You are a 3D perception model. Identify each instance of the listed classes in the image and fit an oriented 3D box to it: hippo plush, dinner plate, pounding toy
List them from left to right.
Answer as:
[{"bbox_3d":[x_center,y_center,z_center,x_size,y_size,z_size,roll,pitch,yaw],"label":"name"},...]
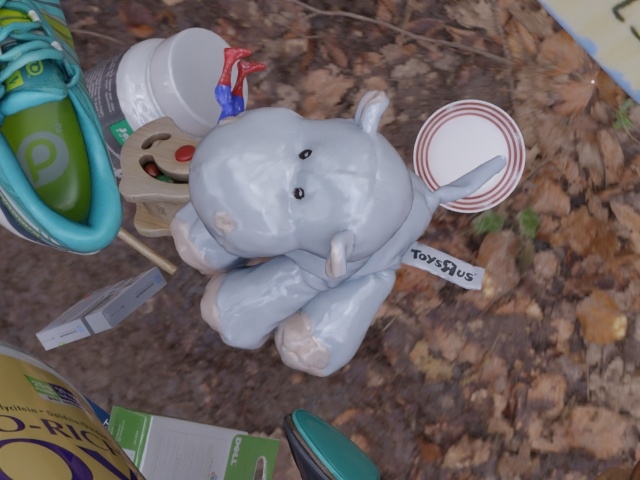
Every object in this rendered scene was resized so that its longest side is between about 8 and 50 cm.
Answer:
[{"bbox_3d":[-0.179,-0.059,1.484,0.269,0.154,0.155,3,137,18],"label":"pounding toy"},{"bbox_3d":[0.000,0.000,0.935,0.294,0.236,0.234,11,87,5],"label":"hippo plush"},{"bbox_3d":[0.185,-0.105,1.393,0.141,0.017,0.141,0,96,-3],"label":"dinner plate"}]

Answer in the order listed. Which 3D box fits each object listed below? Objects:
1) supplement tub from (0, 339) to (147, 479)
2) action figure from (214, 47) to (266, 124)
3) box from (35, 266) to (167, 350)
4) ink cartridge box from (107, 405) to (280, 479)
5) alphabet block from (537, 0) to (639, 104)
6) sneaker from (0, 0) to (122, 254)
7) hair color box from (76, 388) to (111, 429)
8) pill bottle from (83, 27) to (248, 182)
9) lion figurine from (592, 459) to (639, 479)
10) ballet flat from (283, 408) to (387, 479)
[{"bbox_3d":[-0.175,0.187,0.515,0.331,0.241,0.241,36,109,47],"label":"supplement tub"},{"bbox_3d":[-0.107,-0.139,1.655,0.139,0.091,0.280,9,80,24],"label":"action figure"},{"bbox_3d":[-0.361,0.113,1.831,0.186,0.145,0.038,-19,106,39],"label":"box"},{"bbox_3d":[-0.140,0.247,1.189,0.062,0.209,0.109,5,79,39],"label":"ink cartridge box"},{"bbox_3d":[0.290,-0.256,0.858,0.192,0.193,0.197,45,148,-2],"label":"alphabet block"},{"bbox_3d":[-0.178,-0.115,0.641,0.107,0.110,0.275,-30,117,-21],"label":"sneaker"},{"bbox_3d":[-0.294,0.310,1.487,0.347,0.105,0.174,38,150,-8],"label":"hair color box"},{"bbox_3d":[-0.307,-0.223,1.900,0.361,0.204,0.204,-17,94,41],"label":"pill bottle"},{"bbox_3d":[0.418,0.358,1.491,0.142,0.392,0.240,38,73,-7],"label":"lion figurine"},{"bbox_3d":[0.039,0.226,0.935,0.203,0.074,0.074,35,104,7],"label":"ballet flat"}]
